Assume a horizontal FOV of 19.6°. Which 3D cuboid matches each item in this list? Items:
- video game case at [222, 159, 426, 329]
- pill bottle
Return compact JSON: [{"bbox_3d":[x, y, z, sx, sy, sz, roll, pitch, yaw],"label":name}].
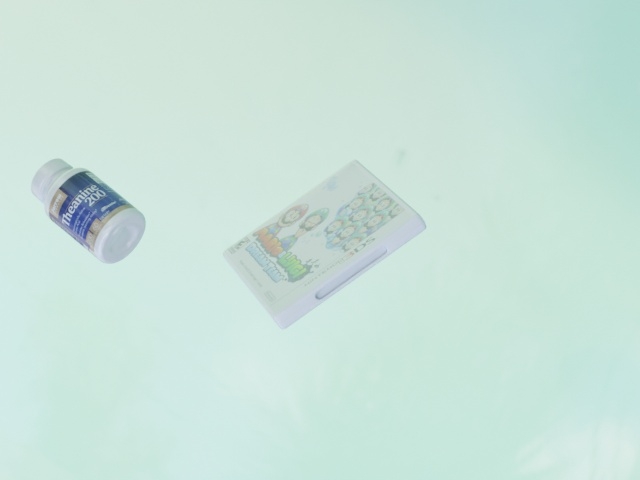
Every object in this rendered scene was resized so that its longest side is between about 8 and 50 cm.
[{"bbox_3d":[0.000,0.000,1.535,0.019,0.143,0.157,57,175,-26],"label":"video game case"},{"bbox_3d":[-0.244,-0.034,1.931,0.120,0.067,0.067,37,159,26],"label":"pill bottle"}]
